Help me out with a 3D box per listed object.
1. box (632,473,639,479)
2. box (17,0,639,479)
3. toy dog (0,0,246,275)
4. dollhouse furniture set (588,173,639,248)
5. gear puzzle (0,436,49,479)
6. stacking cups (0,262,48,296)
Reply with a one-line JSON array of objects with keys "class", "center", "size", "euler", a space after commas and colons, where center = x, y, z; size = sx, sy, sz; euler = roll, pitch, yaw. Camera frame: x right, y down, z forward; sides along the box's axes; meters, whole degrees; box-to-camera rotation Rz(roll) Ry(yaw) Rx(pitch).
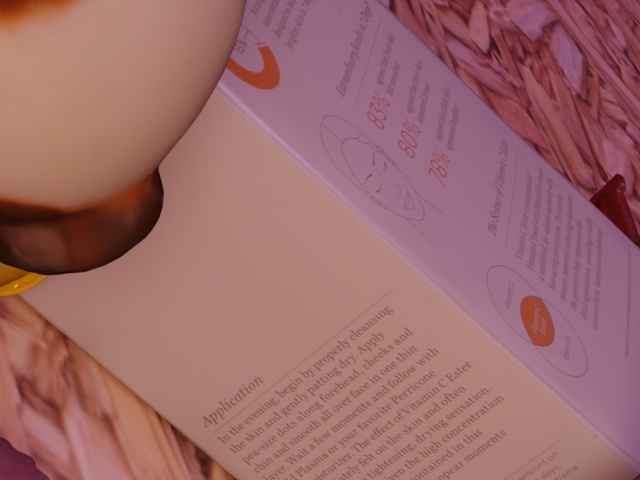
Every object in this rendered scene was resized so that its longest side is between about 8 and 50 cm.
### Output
[{"class": "box", "center": [0.153, 0.185, 0.888], "size": [0.094, 0.275, 0.113], "euler": [25, 29, -45]}, {"class": "box", "center": [0.000, 0.000, 1.045], "size": [0.345, 0.168, 0.215], "euler": [42, 29, -15]}, {"class": "toy dog", "center": [-0.099, -0.179, 0.802], "size": [0.395, 0.284, 0.408], "euler": [17, 52, 3]}, {"class": "dollhouse furniture set", "center": [0.236, 0.149, 1.295], "size": [0.201, 0.152, 0.374], "euler": [39, 22, -23]}, {"class": "gear puzzle", "center": [-0.080, 0.151, 0.676], "size": [0.339, 0.044, 0.175], "euler": [39, 13, 36]}, {"class": "stacking cups", "center": [-0.203, 0.015, 0.766], "size": [0.096, 0.096, 0.316], "euler": [48, 23, 2]}]
